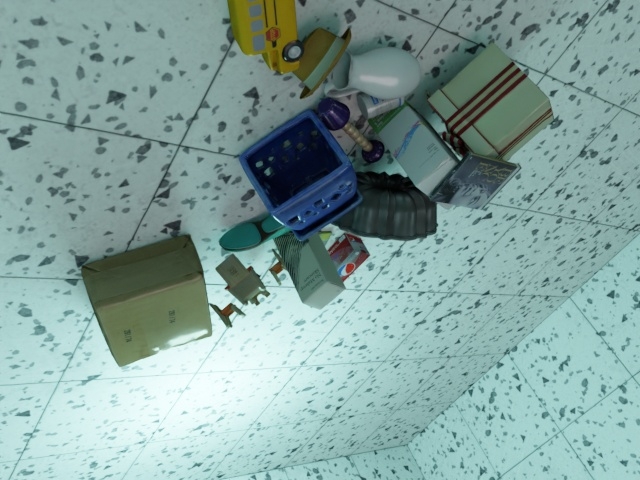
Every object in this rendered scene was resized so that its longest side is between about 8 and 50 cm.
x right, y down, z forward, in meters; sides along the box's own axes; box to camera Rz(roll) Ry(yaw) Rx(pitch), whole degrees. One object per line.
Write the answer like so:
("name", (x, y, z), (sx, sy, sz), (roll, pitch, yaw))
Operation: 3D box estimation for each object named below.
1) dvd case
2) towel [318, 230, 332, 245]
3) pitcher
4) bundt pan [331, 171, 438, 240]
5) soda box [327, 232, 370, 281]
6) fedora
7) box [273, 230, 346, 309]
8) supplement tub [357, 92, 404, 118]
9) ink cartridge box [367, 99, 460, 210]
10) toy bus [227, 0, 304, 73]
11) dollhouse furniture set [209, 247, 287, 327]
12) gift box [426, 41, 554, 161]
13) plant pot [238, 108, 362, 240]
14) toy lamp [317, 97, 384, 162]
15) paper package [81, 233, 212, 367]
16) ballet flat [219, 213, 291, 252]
("dvd case", (0.405, -0.151, 1.690), (0.221, 0.018, 0.164), (5, 135, -40))
("towel", (0.000, 0.000, 2.099), (0.060, 0.009, 0.083), (-6, 140, -31))
("pitcher", (0.124, -0.400, 1.593), (0.207, 0.126, 0.177), (-5, 167, -26))
("bundt pan", (0.179, -0.112, 1.840), (0.330, 0.331, 0.124), (-7, 114, -29))
("soda box", (0.043, 0.097, 2.187), (0.092, 0.083, 0.263), (16, 126, -45))
("fedora", (-0.010, -0.414, 1.464), (0.079, 0.194, 0.194), (34, 117, -15))
("box", (-0.039, 0.060, 1.911), (0.113, 0.275, 0.094), (-43, 141, 19))
("supplement tub", (0.157, -0.366, 1.685), (0.107, 0.071, 0.071), (-24, 146, -9))
("ink cartridge box", (0.278, -0.237, 1.752), (0.117, 0.278, 0.201), (-42, 143, 17))
("toy bus", (-0.117, -0.489, 1.297), (0.130, 0.108, 0.333), (-20, 145, -12))
("dollhouse furniture set", (-0.224, 0.123, 1.936), (0.262, 0.135, 0.259), (-41, 173, -5))
("gift box", (0.443, -0.351, 1.762), (0.258, 0.276, 0.255), (-43, 157, 14))
("plant pot", (-0.036, -0.154, 1.674), (0.236, 0.236, 0.212), (-33, 146, 3))
("toy lamp", (0.082, -0.293, 1.720), (0.080, 0.080, 0.274), (-40, 145, 16))
("paper package", (-0.480, 0.174, 1.842), (0.309, 0.168, 0.325), (-17, 145, -15))
("ballet flat", (-0.172, -0.021, 1.892), (0.247, 0.083, 0.087), (-25, 160, -2))
